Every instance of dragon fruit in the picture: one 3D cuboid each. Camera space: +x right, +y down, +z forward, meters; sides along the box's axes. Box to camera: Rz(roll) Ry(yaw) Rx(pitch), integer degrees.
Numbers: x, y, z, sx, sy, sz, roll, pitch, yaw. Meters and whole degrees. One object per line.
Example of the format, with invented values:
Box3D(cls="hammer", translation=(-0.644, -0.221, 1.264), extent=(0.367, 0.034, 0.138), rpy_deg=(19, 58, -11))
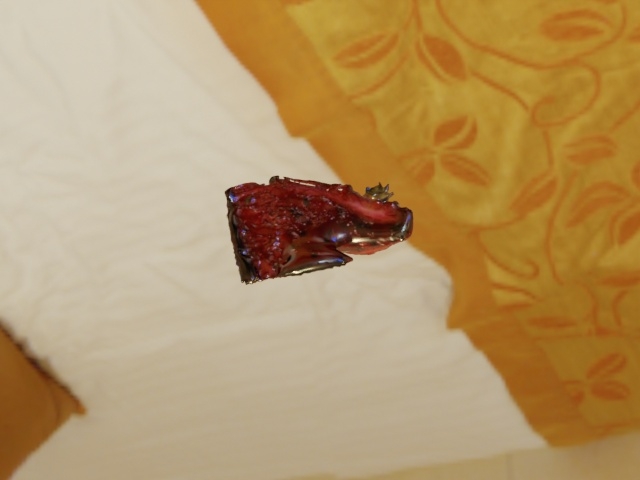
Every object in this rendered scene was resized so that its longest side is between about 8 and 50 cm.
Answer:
Box3D(cls="dragon fruit", translation=(-0.002, -0.020, 1.224), extent=(0.192, 0.122, 0.092), rpy_deg=(-4, 105, 13))
